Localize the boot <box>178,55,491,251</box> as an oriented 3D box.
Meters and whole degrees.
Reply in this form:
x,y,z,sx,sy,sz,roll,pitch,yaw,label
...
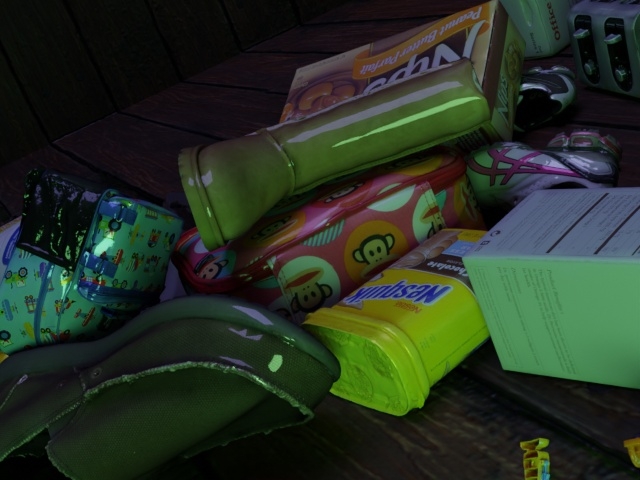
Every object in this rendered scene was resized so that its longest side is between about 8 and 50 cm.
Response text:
x,y,z,sx,sy,sz,roll,pitch,yaw,label
0.019,-0.090,0.847,0.269,0.089,0.236,-18,16,7,boot

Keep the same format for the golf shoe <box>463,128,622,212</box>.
x,y,z,sx,sy,sz,roll,pitch,yaw,label
0.200,-0.053,0.927,0.186,0.067,0.086,-9,52,43,golf shoe

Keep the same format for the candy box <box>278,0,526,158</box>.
x,y,z,sx,sy,sz,roll,pitch,yaw,label
0.093,-0.171,1.202,0.316,0.087,0.183,-11,50,35,candy box

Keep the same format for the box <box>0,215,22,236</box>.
x,y,z,sx,sy,sz,roll,pitch,yaw,label
-0.394,0.030,1.287,0.203,0.114,0.103,-33,22,-22,box

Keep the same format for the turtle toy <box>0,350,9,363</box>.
x,y,z,sx,sy,sz,roll,pitch,yaw,label
-0.330,0.141,1.009,0.095,0.066,0.130,-3,28,47,turtle toy

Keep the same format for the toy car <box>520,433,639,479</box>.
x,y,z,sx,sy,sz,roll,pitch,yaw,label
0.179,0.136,0.553,0.122,0.060,0.040,-24,57,51,toy car

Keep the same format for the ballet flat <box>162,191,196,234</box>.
x,y,z,sx,sy,sz,roll,pitch,yaw,label
-0.182,0.004,1.226,0.084,0.058,0.250,10,22,-14,ballet flat

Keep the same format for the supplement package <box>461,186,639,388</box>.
x,y,z,sx,sy,sz,roll,pitch,yaw,label
0.210,0.030,0.658,0.179,0.105,0.105,2,31,48,supplement package

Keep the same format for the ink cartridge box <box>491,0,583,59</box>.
x,y,z,sx,sy,sz,roll,pitch,yaw,label
0.374,-0.402,1.495,0.219,0.160,0.092,-34,22,-30,ink cartridge box

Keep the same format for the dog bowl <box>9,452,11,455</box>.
x,y,z,sx,sy,sz,roll,pitch,yaw,label
-0.418,0.192,0.903,0.297,0.074,0.166,-8,40,34,dog bowl

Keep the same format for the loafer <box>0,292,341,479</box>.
x,y,z,sx,sy,sz,roll,pitch,yaw,label
-0.139,0.146,0.750,0.366,0.134,0.130,-19,45,37,loafer

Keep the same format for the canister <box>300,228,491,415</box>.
x,y,z,sx,sy,sz,roll,pitch,yaw,label
0.084,0.059,0.770,0.170,0.073,0.126,-33,23,-30,canister

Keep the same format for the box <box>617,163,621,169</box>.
x,y,z,sx,sy,sz,roll,pitch,yaw,label
0.264,-0.076,0.994,0.083,0.018,0.067,-21,20,5,box

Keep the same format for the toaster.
x,y,z,sx,sy,sz,roll,pitch,yaw,label
0.420,-0.261,1.163,0.185,0.110,0.168,-25,21,-5,toaster

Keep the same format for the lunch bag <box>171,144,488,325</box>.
x,y,z,sx,sy,sz,roll,pitch,yaw,label
0.000,0.000,0.958,0.293,0.120,0.258,-26,16,-12,lunch bag

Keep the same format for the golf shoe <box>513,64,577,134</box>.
x,y,z,sx,sy,sz,roll,pitch,yaw,label
0.223,-0.172,1.197,0.198,0.077,0.094,-13,22,28,golf shoe

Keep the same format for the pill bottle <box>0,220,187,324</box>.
x,y,z,sx,sy,sz,roll,pitch,yaw,label
-0.280,0.037,1.095,0.152,0.152,0.272,-37,25,-34,pill bottle

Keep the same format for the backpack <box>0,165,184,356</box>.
x,y,z,sx,sy,sz,roll,pitch,yaw,label
-0.218,0.037,0.871,0.117,0.173,0.158,17,-6,17,backpack
